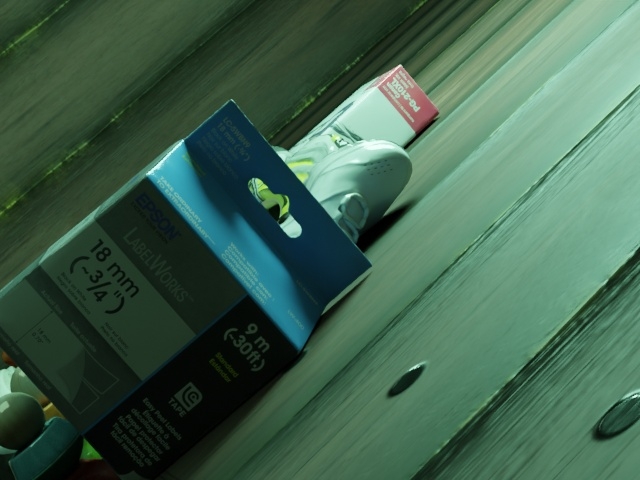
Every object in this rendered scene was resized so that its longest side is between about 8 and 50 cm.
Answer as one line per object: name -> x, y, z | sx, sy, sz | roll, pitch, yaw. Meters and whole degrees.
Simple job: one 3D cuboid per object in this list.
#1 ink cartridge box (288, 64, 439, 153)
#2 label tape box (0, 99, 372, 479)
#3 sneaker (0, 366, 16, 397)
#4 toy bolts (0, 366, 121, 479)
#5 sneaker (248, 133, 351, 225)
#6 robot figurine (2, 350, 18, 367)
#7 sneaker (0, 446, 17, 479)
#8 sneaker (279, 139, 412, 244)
ink cartridge box -> 0.040, -0.140, 2.025 | 0.237, 0.100, 0.172 | -43, 8, -16
label tape box -> -0.142, 0.052, 1.375 | 0.333, 0.240, 0.106 | -41, 8, 2
sneaker -> -0.515, 0.299, 2.189 | 0.148, 0.131, 0.350 | -49, 4, -10
toy bolts -> -0.319, 0.240, 1.472 | 0.218, 0.158, 0.228 | -42, 9, -12
sneaker -> -0.064, -0.043, 1.854 | 0.147, 0.145, 0.384 | -45, 8, -22
robot figurine -> -0.272, 0.143, 1.645 | 0.158, 0.219, 0.128 | -59, 22, 27
sneaker -> -0.359, 0.273, 1.733 | 0.228, 0.086, 0.132 | -40, 11, 0
sneaker -> 0.000, 0.000, 1.585 | 0.297, 0.111, 0.129 | -43, 28, -4
